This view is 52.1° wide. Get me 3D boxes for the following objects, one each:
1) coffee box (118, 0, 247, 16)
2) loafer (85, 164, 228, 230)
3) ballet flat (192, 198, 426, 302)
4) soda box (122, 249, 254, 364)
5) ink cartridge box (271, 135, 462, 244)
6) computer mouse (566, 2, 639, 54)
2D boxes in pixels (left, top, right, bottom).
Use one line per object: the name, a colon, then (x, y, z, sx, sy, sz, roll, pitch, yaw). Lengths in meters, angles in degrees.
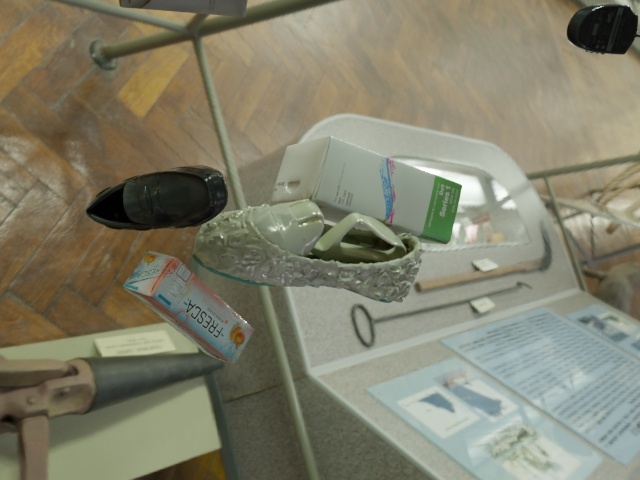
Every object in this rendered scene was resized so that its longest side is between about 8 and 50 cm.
coffee box: (-0.131, -0.361, 0.652, 0.141, 0.247, 0.098, -2, 52, -20)
loafer: (-0.204, -0.046, 0.807, 0.078, 0.223, 0.076, -17, 98, -50)
ballet flat: (0.000, 0.000, 1.036, 0.408, 0.147, 0.147, 12, 62, -34)
soda box: (-0.165, 0.089, 0.842, 0.058, 0.062, 0.183, -59, 137, -22)
ink cartridge box: (0.079, -0.085, 1.186, 0.278, 0.201, 0.117, 17, 85, -24)
computer mouse: (0.469, -0.304, 0.963, 0.241, 0.071, 0.041, 4, 25, -13)
